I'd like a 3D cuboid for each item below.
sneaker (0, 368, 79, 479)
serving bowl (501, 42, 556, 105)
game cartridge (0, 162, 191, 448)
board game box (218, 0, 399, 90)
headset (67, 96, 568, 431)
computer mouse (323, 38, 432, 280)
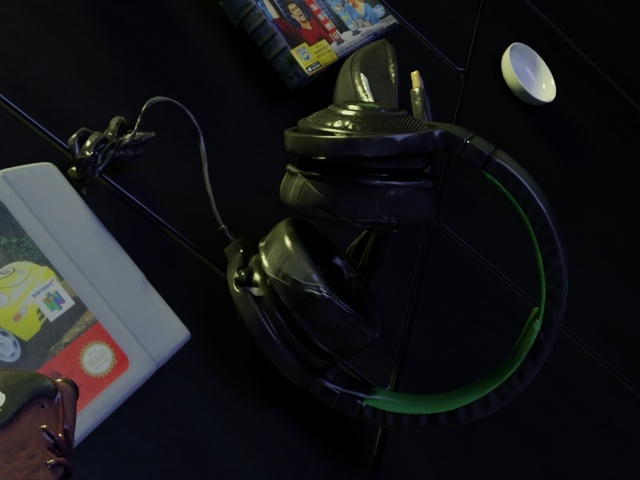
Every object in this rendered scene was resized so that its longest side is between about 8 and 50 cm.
[{"bbox_3d":[-0.140,0.159,0.771,0.281,0.106,0.162,29,45,-8],"label":"sneaker"},{"bbox_3d":[0.245,-0.195,1.621,0.083,0.027,0.083,27,45,-31],"label":"serving bowl"},{"bbox_3d":[-0.228,0.065,0.905,0.196,0.060,0.294,48,38,-2],"label":"game cartridge"},{"bbox_3d":[-0.038,-0.252,1.337,0.194,0.060,0.194,53,38,0],"label":"board game box"},{"bbox_3d":[0.000,0.000,1.054,0.394,0.243,0.185,27,15,8],"label":"headset"},{"bbox_3d":[0.046,-0.110,1.236,0.060,0.184,0.262,10,54,-14],"label":"computer mouse"}]
